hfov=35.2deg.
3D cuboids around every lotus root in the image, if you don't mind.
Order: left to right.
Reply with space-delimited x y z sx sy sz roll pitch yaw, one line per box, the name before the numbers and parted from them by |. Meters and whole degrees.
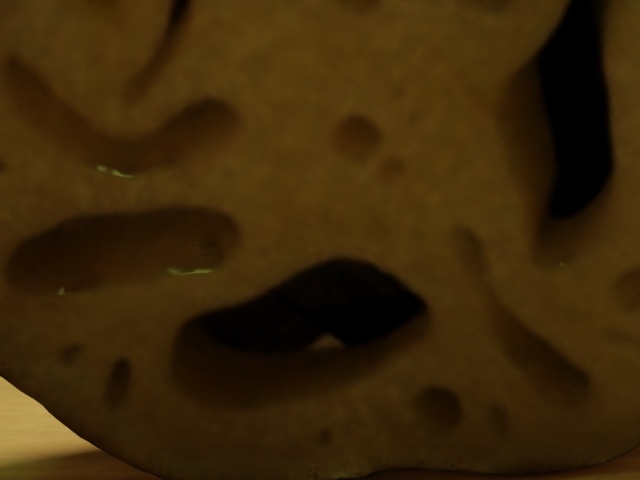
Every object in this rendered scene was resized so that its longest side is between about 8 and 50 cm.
lotus root | 0.017 -0.050 0.442 0.390 0.375 0.111 -41 6 14
